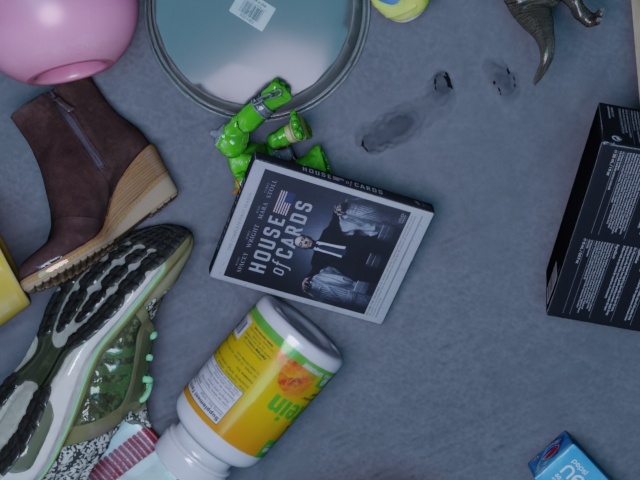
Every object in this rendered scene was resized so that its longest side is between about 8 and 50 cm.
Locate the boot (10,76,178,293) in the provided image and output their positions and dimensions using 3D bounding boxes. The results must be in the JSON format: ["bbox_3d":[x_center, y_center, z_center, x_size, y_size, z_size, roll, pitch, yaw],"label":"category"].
[{"bbox_3d":[-0.326,-0.073,1.516,0.248,0.090,0.207,-40,89,-25],"label":"boot"}]

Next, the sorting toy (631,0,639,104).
[{"bbox_3d":[0.505,-0.258,1.443,0.255,0.089,0.257,-5,87,17],"label":"sorting toy"}]

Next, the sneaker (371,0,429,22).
[{"bbox_3d":[0.126,-0.373,1.447,0.126,0.091,0.240,26,119,-27],"label":"sneaker"}]

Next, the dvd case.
[{"bbox_3d":[0.000,0.000,1.519,0.238,0.029,0.179,16,118,-14],"label":"dvd case"}]

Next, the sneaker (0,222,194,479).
[{"bbox_3d":[-0.274,0.165,1.550,0.182,0.158,0.410,43,76,-40],"label":"sneaker"}]

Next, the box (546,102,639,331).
[{"bbox_3d":[0.394,-0.019,1.466,0.184,0.103,0.261,12,126,3],"label":"box"}]

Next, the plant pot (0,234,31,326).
[{"bbox_3d":[-0.504,0.059,1.501,0.239,0.254,0.254,-27,96,-10],"label":"plant pot"}]

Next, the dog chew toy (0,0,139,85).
[{"bbox_3d":[-0.344,-0.362,1.462,0.206,0.206,0.332,-15,88,4],"label":"dog chew toy"}]

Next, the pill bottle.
[{"bbox_3d":[-0.097,0.202,1.547,0.136,0.136,0.246,40,97,-3],"label":"pill bottle"}]

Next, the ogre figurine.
[{"bbox_3d":[-0.057,-0.100,1.529,0.118,0.197,0.097,-19,52,15],"label":"ogre figurine"}]

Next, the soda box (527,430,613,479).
[{"bbox_3d":[0.371,0.354,1.584,0.071,0.067,0.210,-43,93,6],"label":"soda box"}]

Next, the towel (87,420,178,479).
[{"bbox_3d":[-0.303,0.342,1.625,0.237,0.037,0.329,-37,96,4],"label":"towel"}]

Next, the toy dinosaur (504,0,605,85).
[{"bbox_3d":[0.288,-0.351,1.490,0.160,0.121,0.314,18,102,12],"label":"toy dinosaur"}]

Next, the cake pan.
[{"bbox_3d":[-0.083,-0.295,1.525,0.293,0.054,0.293,0,98,2],"label":"cake pan"}]
